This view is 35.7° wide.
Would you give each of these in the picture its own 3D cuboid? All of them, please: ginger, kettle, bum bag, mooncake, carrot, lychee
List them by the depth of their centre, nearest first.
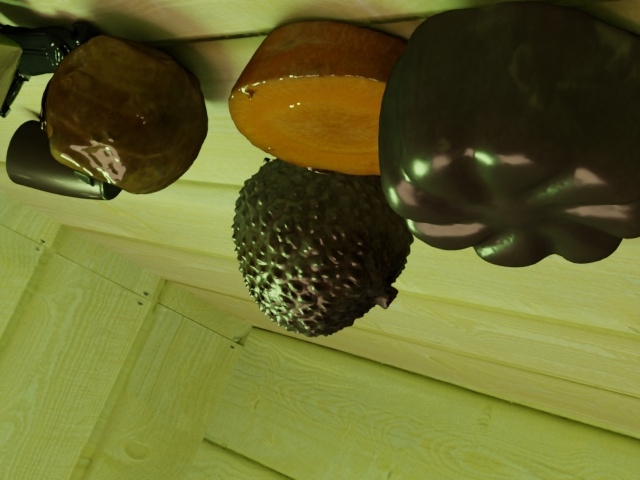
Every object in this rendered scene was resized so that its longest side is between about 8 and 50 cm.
[{"bbox_3d":[0.195,-0.085,0.949,0.306,0.154,0.306,9,161,3],"label":"mooncake"},{"bbox_3d":[0.035,-0.158,1.170,0.258,0.100,0.307,29,163,-37],"label":"carrot"},{"bbox_3d":[-0.257,-0.169,1.399,0.269,0.200,0.223,29,-178,-35],"label":"ginger"},{"bbox_3d":[-0.403,-0.289,1.503,0.248,0.060,0.123,14,164,31],"label":"bum bag"},{"bbox_3d":[-0.001,0.005,1.504,0.300,0.300,0.300,22,168,5],"label":"lychee"},{"bbox_3d":[-0.521,-0.157,2.126,0.232,0.144,0.202,17,-174,14],"label":"kettle"}]

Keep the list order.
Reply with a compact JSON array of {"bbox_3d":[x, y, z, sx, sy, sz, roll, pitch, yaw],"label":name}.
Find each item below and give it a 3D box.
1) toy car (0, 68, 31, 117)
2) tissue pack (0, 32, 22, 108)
[{"bbox_3d":[-0.579,-0.304,1.669,0.124,0.101,0.256,27,167,3],"label":"toy car"},{"bbox_3d":[-0.613,-0.285,1.435,0.275,0.167,0.200,32,-163,18],"label":"tissue pack"}]
